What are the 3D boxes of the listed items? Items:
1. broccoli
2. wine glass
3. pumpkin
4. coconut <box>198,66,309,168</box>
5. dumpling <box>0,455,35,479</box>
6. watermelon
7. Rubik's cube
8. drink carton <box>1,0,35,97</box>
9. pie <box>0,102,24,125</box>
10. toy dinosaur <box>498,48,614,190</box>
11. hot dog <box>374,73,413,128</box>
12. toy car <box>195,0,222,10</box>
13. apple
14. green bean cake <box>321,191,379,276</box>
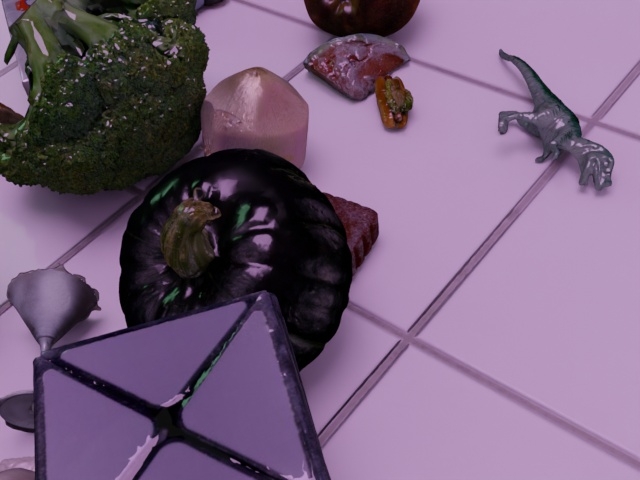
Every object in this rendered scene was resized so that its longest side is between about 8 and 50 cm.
[{"bbox_3d":[-0.319,-0.227,1.248,0.413,0.310,0.321,-44,53,1],"label":"broccoli"},{"bbox_3d":[-0.344,0.136,1.041,0.122,0.122,0.183,-8,47,2],"label":"wine glass"},{"bbox_3d":[-0.119,0.032,0.979,0.295,0.296,0.296,-5,46,5],"label":"pumpkin"},{"bbox_3d":[-0.101,-0.172,1.240,0.170,0.183,0.171,0,43,0],"label":"coconut"},{"bbox_3d":[-0.310,0.298,0.893,0.127,0.108,0.188,-4,25,-30],"label":"dumpling"},{"bbox_3d":[0.064,-0.299,1.422,0.187,0.071,0.139,-7,50,3],"label":"watermelon"},{"bbox_3d":[-0.118,0.240,0.804,0.259,0.260,0.255,-18,46,-4],"label":"Rubik's cube"},{"bbox_3d":[-0.490,-0.350,1.532,0.130,0.107,0.315,-21,47,-9],"label":"drink carton"},{"bbox_3d":[-0.582,-0.216,1.390,0.193,0.163,0.079,17,71,31],"label":"pie"},{"bbox_3d":[0.308,-0.203,1.286,0.129,0.076,0.383,-13,49,-12],"label":"toy dinosaur"},{"bbox_3d":[0.120,-0.230,1.358,0.056,0.041,0.133,3,46,-10],"label":"hot dog"},{"bbox_3d":[-0.328,-0.529,1.638,0.212,0.181,0.270,17,50,37],"label":"toy car"},{"bbox_3d":[0.073,-0.460,1.469,0.229,0.230,0.230,-5,46,5],"label":"apple"},{"bbox_3d":[0.000,0.000,1.151,0.135,0.056,0.135,21,52,26],"label":"green bean cake"}]
